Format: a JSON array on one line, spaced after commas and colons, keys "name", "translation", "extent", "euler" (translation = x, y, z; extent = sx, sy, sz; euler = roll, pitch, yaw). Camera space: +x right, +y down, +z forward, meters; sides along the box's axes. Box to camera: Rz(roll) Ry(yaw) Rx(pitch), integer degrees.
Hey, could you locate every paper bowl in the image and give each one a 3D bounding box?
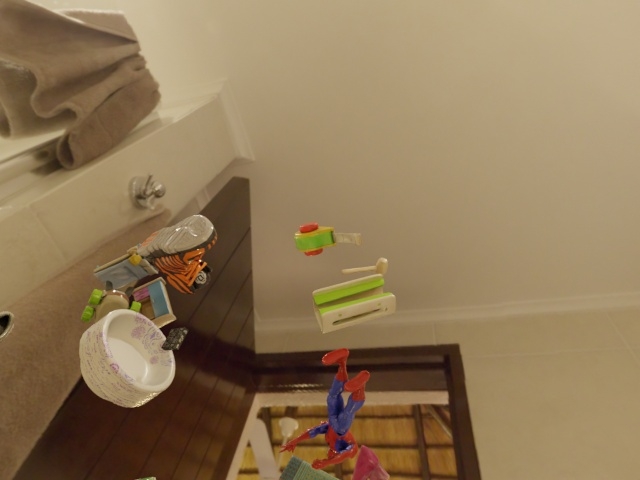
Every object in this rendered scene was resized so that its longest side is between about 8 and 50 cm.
[{"name": "paper bowl", "translation": [-0.592, 0.364, 1.232], "extent": [0.148, 0.284, 0.284], "euler": [-35, -70, 6]}]

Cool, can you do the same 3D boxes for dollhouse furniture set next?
[{"name": "dollhouse furniture set", "translation": [-0.740, 0.209, 1.550], "extent": [0.286, 0.198, 0.304], "euler": [-26, -35, -9]}]

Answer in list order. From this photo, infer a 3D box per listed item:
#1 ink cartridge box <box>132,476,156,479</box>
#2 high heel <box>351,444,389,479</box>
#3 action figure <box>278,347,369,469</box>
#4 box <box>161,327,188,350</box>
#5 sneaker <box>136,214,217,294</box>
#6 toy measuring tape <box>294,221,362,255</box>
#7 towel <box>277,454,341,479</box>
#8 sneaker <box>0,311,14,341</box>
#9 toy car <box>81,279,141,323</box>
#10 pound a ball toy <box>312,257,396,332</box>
[{"name": "ink cartridge box", "translation": [-0.372, 0.467, 0.655], "extent": [0.219, 0.160, 0.093], "euler": [-35, -110, 40]}, {"name": "high heel", "translation": [0.075, 0.711, 1.185], "extent": [0.244, 0.082, 0.117], "euler": [-41, -98, 6]}, {"name": "action figure", "translation": [0.003, 0.323, 0.702], "extent": [0.138, 0.091, 0.281], "euler": [-22, -48, -25]}, {"name": "box", "translation": [-0.454, 0.307, 1.272], "extent": [0.083, 0.067, 0.018], "euler": [-17, -50, 40]}, {"name": "sneaker", "translation": [-0.331, 0.044, 1.064], "extent": [0.320, 0.125, 0.180], "euler": [-7, -51, 46]}, {"name": "toy measuring tape", "translation": [0.000, 0.000, 1.376], "extent": [0.330, 0.121, 0.122], "euler": [8, -46, 57]}, {"name": "towel", "translation": [-0.016, 0.927, 1.378], "extent": [0.369, 0.271, 0.040], "euler": [10, -49, 33]}, {"name": "sneaker", "translation": [-1.034, 0.321, 1.231], "extent": [0.099, 0.263, 0.121], "euler": [37, -45, -26]}, {"name": "toy car", "translation": [-0.717, 0.205, 1.434], "extent": [0.154, 0.188, 0.149], "euler": [25, -68, -24]}, {"name": "pound a ball toy", "translation": [0.130, 0.206, 1.499], "extent": [0.318, 0.208, 0.136], "euler": [-13, -50, -12]}]
